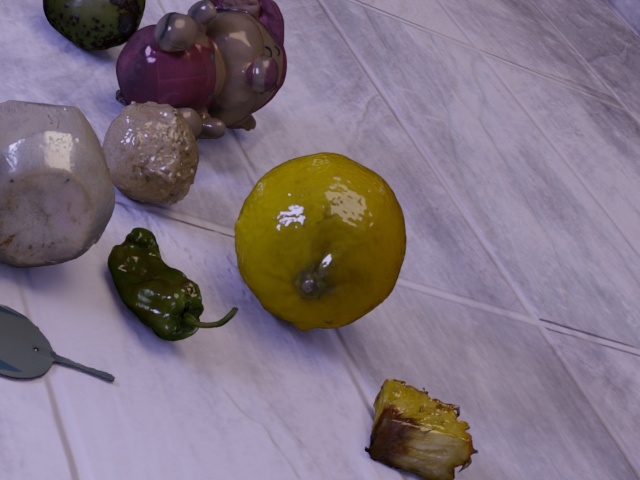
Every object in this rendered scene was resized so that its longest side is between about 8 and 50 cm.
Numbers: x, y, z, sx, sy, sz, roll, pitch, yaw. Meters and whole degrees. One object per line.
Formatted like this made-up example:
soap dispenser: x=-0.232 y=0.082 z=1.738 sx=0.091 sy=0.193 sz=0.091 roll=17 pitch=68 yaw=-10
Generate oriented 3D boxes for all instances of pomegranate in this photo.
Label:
pomegranate: x=-0.291 y=-0.320 z=2.194 sx=0.138 sy=0.125 sz=0.163 roll=24 pitch=20 yaw=13

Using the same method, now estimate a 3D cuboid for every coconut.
coconut: x=-0.285 y=-0.059 z=1.645 sx=0.161 sy=0.161 sz=0.162 roll=21 pitch=23 yaw=-24

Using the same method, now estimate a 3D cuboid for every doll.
doll: x=-0.136 y=-0.222 z=2.118 sx=0.152 sy=0.196 sz=0.256 roll=40 pitch=31 yaw=21

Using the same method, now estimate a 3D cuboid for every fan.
fan: x=-0.270 y=0.100 z=1.529 sx=0.175 sy=0.005 sz=0.113 roll=23 pitch=25 yaw=-21

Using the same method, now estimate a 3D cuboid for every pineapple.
pineapple: x=0.090 y=0.200 z=1.720 sx=0.116 sy=0.069 sz=0.137 roll=-2 pitch=31 yaw=-44

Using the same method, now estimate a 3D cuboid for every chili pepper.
chili pepper: x=-0.160 y=0.058 z=1.670 sx=0.072 sy=0.073 sz=0.204 roll=-4 pitch=27 yaw=-27

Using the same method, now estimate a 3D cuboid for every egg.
egg: x=-0.191 y=-0.100 z=1.886 sx=0.118 sy=0.116 sz=0.140 roll=31 pitch=15 yaw=-1

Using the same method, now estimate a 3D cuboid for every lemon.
lemon: x=0.000 y=0.000 z=1.828 sx=0.192 sy=0.192 sz=0.231 roll=30 pitch=21 yaw=-5
